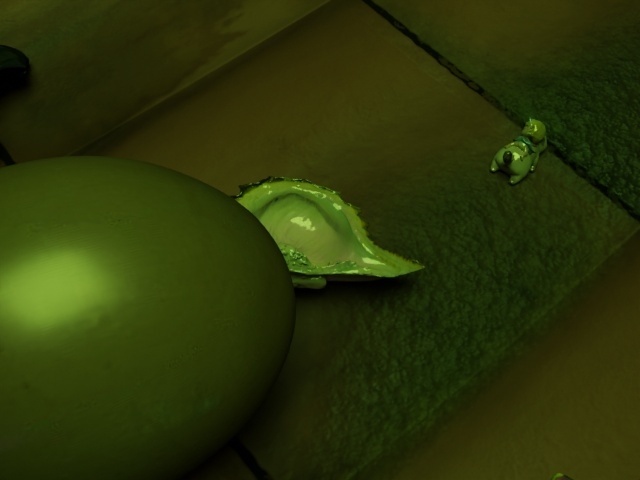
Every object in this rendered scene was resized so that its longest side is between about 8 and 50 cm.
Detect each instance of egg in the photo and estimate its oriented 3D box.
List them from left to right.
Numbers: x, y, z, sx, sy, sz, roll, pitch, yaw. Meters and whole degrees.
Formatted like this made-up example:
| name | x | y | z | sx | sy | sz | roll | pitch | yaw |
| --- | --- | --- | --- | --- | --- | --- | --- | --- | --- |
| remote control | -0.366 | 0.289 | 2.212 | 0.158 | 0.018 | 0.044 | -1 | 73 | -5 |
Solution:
| name | x | y | z | sx | sy | sz | roll | pitch | yaw |
| --- | --- | --- | --- | --- | --- | --- | --- | --- | --- |
| egg | -0.207 | 0.077 | 0.731 | 0.374 | 0.301 | 0.301 | -21 | 60 | -3 |

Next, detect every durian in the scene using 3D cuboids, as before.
| name | x | y | z | sx | sy | sz | roll | pitch | yaw |
| --- | --- | --- | --- | --- | --- | --- | --- | --- | --- |
| durian | -0.004 | 0.012 | 0.907 | 0.224 | 0.078 | 0.140 | 18 | 47 | 0 |

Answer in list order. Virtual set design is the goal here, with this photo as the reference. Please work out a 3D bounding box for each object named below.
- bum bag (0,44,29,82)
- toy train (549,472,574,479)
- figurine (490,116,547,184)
| name | x | y | z | sx | sy | sz | roll | pitch | yaw |
| --- | --- | --- | --- | --- | --- | --- | --- | --- | --- |
| bum bag | -0.512 | -0.225 | 1.049 | 0.310 | 0.074 | 0.137 | 5 | 24 | 5 |
| toy train | 0.128 | 0.319 | 0.661 | 0.100 | 0.160 | 0.296 | 37 | 66 | 14 |
| figurine | 0.234 | -0.107 | 0.986 | 0.047 | 0.050 | 0.083 | 35 | 65 | 15 |
